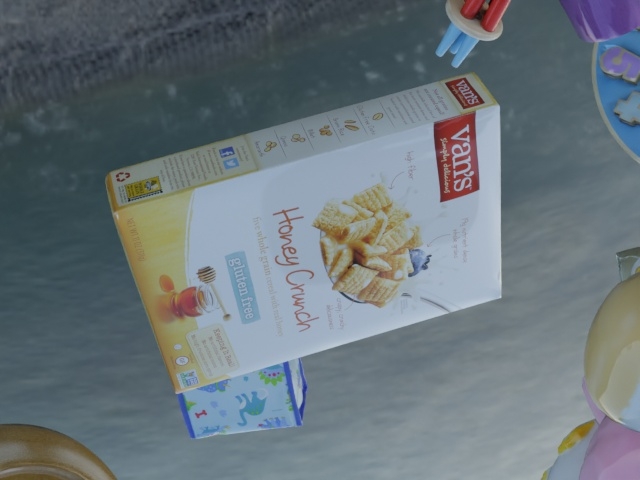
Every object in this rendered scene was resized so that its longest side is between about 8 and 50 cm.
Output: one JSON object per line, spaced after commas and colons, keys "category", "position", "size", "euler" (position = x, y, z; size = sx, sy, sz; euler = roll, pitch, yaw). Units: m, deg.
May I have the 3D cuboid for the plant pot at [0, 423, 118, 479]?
{"category": "plant pot", "position": [-0.214, 0.246, 0.698], "size": [0.236, 0.236, 0.032], "euler": [19, 162, -41]}

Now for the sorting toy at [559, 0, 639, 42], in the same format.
{"category": "sorting toy", "position": [0.231, -0.177, 0.478], "size": [0.126, 0.127, 0.365], "euler": [54, 160, -22]}

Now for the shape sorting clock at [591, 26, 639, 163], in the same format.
{"category": "shape sorting clock", "position": [0.298, -0.137, 0.730], "size": [0.206, 0.206, 0.040], "euler": [-24, 162, 22]}

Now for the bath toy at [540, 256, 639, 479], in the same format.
{"category": "bath toy", "position": [0.188, 0.088, 0.504], "size": [0.151, 0.129, 0.348], "euler": [-22, 142, -18]}

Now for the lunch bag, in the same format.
{"category": "lunch bag", "position": [-0.090, 0.122, 1.075], "size": [0.129, 0.096, 0.151], "euler": [-10, 115, 7]}

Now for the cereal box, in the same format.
{"category": "cereal box", "position": [0.000, 0.000, 0.658], "size": [0.240, 0.047, 0.173], "euler": [-16, 133, -6]}

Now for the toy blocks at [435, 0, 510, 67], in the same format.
{"category": "toy blocks", "position": [0.131, -0.229, 0.832], "size": [0.054, 0.123, 0.148], "euler": [5, 141, -26]}

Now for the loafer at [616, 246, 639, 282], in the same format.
{"category": "loafer", "position": [0.340, 0.128, 1.103], "size": [0.092, 0.268, 0.102], "euler": [13, 176, 17]}
